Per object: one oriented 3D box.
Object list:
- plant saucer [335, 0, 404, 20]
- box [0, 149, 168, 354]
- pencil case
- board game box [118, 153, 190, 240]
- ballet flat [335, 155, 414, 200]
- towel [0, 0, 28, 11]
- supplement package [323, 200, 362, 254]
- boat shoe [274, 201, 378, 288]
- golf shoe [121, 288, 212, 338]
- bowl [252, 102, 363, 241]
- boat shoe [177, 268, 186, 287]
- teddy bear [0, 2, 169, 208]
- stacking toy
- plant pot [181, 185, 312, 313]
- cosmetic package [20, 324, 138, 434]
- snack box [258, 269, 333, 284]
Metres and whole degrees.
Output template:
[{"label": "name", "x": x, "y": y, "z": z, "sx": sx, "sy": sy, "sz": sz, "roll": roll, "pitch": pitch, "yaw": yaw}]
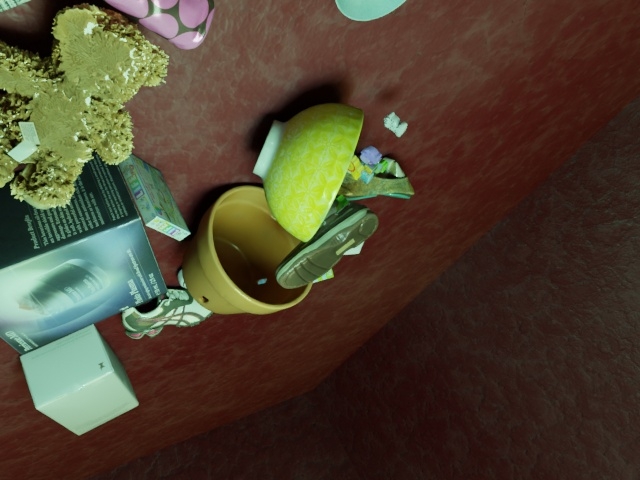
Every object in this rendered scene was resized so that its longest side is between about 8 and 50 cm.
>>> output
[{"label": "plant saucer", "x": 0.098, "y": -0.451, "z": 0.881, "sx": 0.194, "sy": 0.037, "sz": 0.195, "roll": -27, "pitch": 157, "yaw": -12}, {"label": "box", "x": -0.458, "y": 0.027, "z": 0.966, "sx": 0.293, "sy": 0.183, "sz": 0.296, "roll": -23, "pitch": 155, "yaw": -17}, {"label": "pencil case", "x": -0.221, "y": -0.326, "z": 0.677, "sx": 0.209, "sy": 0.095, "sz": 0.098, "roll": 17, "pitch": 96, "yaw": -63}, {"label": "board game box", "x": -0.300, "y": -0.079, "z": 0.980, "sx": 0.026, "sy": 0.154, "sz": 0.103, "roll": -34, "pitch": 156, "yaw": 7}, {"label": "ballet flat", "x": 0.149, "y": -0.167, "z": 1.437, "sx": 0.348, "sy": 0.123, "sz": 0.123, "roll": -6, "pitch": 146, "yaw": -48}, {"label": "towel", "x": -0.443, "y": -0.305, "z": 0.479, "sx": 0.312, "sy": 0.056, "sz": 0.324, "roll": -26, "pitch": 156, "yaw": -14}, {"label": "supplement package", "x": 0.026, "y": -0.052, "z": 1.378, "sx": 0.105, "sy": 0.179, "sz": 0.105, "roll": -3, "pitch": 122, "yaw": -50}, {"label": "boat shoe", "x": 0.002, "y": 0.005, "z": 1.197, "sx": 0.257, "sy": 0.095, "sz": 0.095, "roll": -33, "pitch": 140, "yaw": -12}, {"label": "golf shoe", "x": -0.388, "y": 0.173, "z": 1.448, "sx": 0.272, "sy": 0.105, "sz": 0.120, "roll": -20, "pitch": 147, "yaw": -27}, {"label": "bowl", "x": -0.044, "y": -0.158, "z": 1.097, "sx": 0.156, "sy": 0.290, "sz": 0.289, "roll": 22, "pitch": 137, "yaw": -10}, {"label": "boat shoe", "x": -0.225, "y": 0.072, "z": 1.452, "sx": 0.302, "sy": 0.094, "sz": 0.109, "roll": -19, "pitch": 154, "yaw": -27}, {"label": "teddy bear", "x": -0.362, "y": -0.179, "z": 0.746, "sx": 0.245, "sy": 0.113, "sz": 0.338, "roll": 13, "pitch": 125, "yaw": -29}, {"label": "stacking toy", "x": 0.100, "y": -0.169, "z": 1.217, "sx": 0.167, "sy": 0.052, "sz": 0.221, "roll": -45, "pitch": 169, "yaw": -22}, {"label": "plant pot", "x": -0.183, "y": 0.045, "z": 1.260, "sx": 0.290, "sy": 0.291, "sz": 0.203, "roll": -6, "pitch": 163, "yaw": -46}, {"label": "cosmetic package", "x": -0.645, "y": 0.394, "z": 1.498, "sx": 0.196, "sy": 0.155, "sz": 0.366, "roll": -24, "pitch": 155, "yaw": -20}, {"label": "snack box", "x": -0.079, "y": 0.040, "z": 1.462, "sx": 0.207, "sy": 0.175, "sz": 0.070, "roll": -14, "pitch": 180, "yaw": -38}]
